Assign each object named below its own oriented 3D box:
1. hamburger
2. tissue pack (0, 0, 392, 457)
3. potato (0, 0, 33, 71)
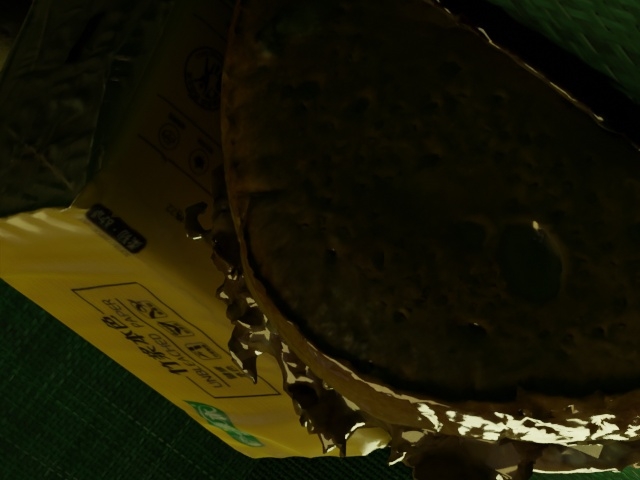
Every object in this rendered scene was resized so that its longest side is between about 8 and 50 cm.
[{"bbox_3d":[0.081,0.022,1.123,0.445,0.287,0.268,39,175,21],"label":"hamburger"},{"bbox_3d":[-0.079,-0.035,1.365,0.228,0.293,0.382,-8,142,43],"label":"tissue pack"},{"bbox_3d":[-0.339,-0.212,2.039,0.203,0.218,0.351,4,159,25],"label":"potato"}]
